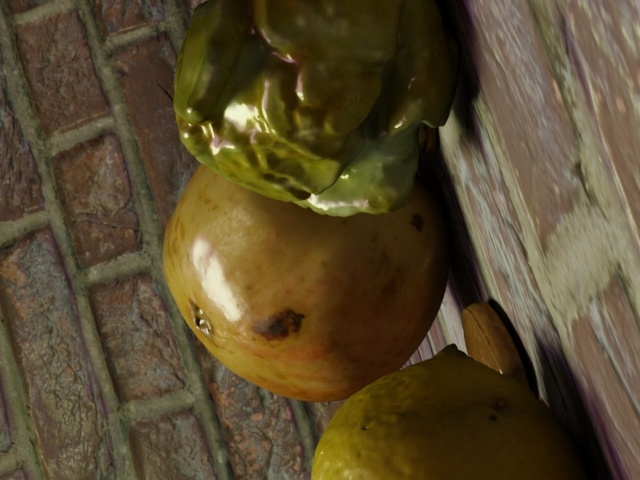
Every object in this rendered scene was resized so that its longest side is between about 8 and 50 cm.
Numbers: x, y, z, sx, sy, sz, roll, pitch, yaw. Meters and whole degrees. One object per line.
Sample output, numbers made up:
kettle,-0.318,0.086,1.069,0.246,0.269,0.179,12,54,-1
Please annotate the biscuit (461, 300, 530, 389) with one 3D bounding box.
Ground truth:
biscuit,0.174,0.128,1.166,0.220,0.029,0.142,77,174,-73

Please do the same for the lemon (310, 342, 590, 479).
lemon,0.111,0.224,0.964,0.228,0.228,0.253,-161,47,-87

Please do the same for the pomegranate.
pomegranate,0.000,0.000,1.322,0.342,0.343,0.342,163,90,-88

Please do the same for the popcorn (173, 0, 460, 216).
popcorn,-0.002,-0.162,0.992,0.225,0.276,0.276,29,-155,-33

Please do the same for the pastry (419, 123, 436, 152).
pastry,0.080,-0.128,1.197,0.109,0.057,0.097,-105,-7,-83
